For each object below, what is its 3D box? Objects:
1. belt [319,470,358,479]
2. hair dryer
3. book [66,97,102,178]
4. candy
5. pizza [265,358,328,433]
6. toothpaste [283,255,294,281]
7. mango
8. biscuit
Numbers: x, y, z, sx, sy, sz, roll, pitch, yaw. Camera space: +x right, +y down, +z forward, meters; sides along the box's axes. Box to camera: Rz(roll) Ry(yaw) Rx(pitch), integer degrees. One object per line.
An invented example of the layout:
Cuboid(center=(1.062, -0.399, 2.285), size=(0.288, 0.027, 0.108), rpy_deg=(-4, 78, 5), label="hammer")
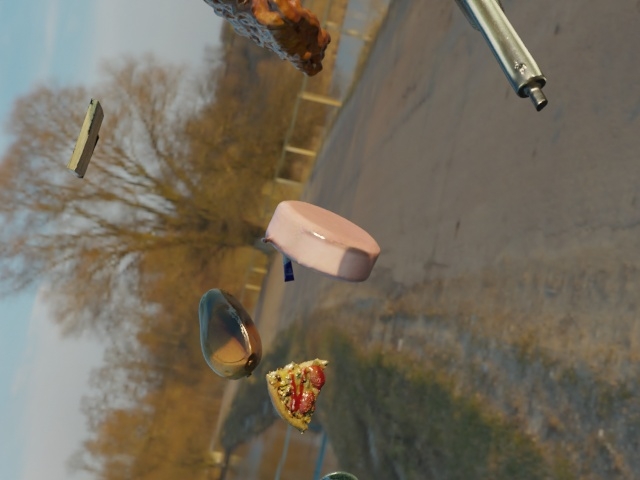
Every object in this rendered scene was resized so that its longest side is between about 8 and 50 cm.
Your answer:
Cuboid(center=(0.030, 0.481, 1.486), size=(0.206, 0.116, 0.267), rpy_deg=(122, 162, -53), label="belt")
Cuboid(center=(0.242, -0.351, 1.362), size=(0.156, 0.320, 0.284), rpy_deg=(-45, 51, 7), label="hair dryer")
Cuboid(center=(-0.509, -0.217, 2.120), size=(0.231, 0.026, 0.157), rpy_deg=(175, 113, -81), label="book")
Cuboid(center=(0.000, 0.000, 2.050), size=(0.255, 0.255, 0.094), rpy_deg=(-96, 31, -75), label="candy")
Cuboid(center=(-0.032, 0.189, 1.226), size=(0.029, 0.099, 0.100), rpy_deg=(8, 76, 44), label="pizza")
Cuboid(center=(-0.074, 0.053, 2.192), size=(0.015, 0.024, 0.083), rpy_deg=(-144, 47, -70), label="toothpaste")
Cuboid(center=(-0.225, 0.228, 2.369), size=(0.236, 0.136, 0.166), rpy_deg=(68, -171, 16), label="mango")
Cuboid(center=(-0.129, -0.471, 1.962), size=(0.110, 0.312, 0.318), rpy_deg=(-57, -21, 2), label="biscuit")
